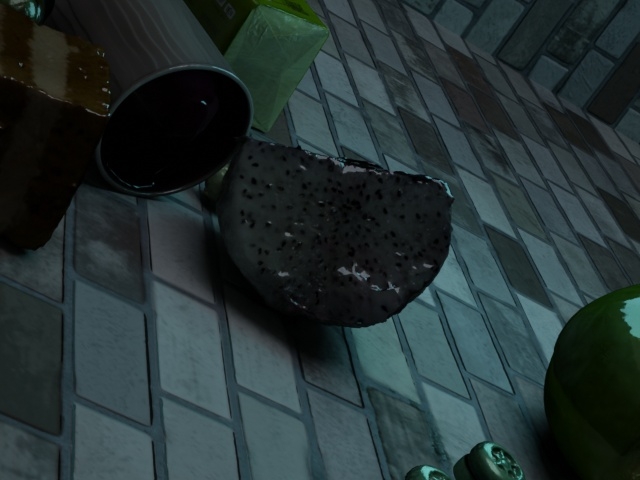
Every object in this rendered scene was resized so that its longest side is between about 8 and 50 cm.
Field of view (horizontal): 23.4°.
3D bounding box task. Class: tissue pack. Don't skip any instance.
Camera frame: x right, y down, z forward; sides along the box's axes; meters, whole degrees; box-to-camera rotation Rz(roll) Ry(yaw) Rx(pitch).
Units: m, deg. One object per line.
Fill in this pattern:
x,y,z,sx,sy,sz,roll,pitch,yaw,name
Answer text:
-0.139,-0.340,2.428,0.167,0.200,0.274,17,27,-38,tissue pack

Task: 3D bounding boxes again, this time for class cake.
-0.382,-0.143,1.624,0.293,0.198,0.196,22,29,-22,cake

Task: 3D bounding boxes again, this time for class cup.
-0.213,-0.211,1.977,0.288,0.208,0.273,8,38,-46,cup

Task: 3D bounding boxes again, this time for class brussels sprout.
0.460,0.217,2.032,0.371,0.276,0.314,26,26,-27,brussels sprout

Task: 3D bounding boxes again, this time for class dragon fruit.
0.000,0.000,1.923,0.283,0.204,0.221,14,-3,-13,dragon fruit

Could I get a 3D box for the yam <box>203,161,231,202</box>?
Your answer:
-0.043,-0.059,2.149,0.317,0.067,0.071,11,27,-52,yam

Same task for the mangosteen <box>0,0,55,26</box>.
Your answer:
-0.405,-0.273,1.799,0.243,0.243,0.243,31,20,-13,mangosteen

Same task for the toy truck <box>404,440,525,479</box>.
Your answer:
0.132,0.304,1.495,0.156,0.155,0.279,51,24,17,toy truck
